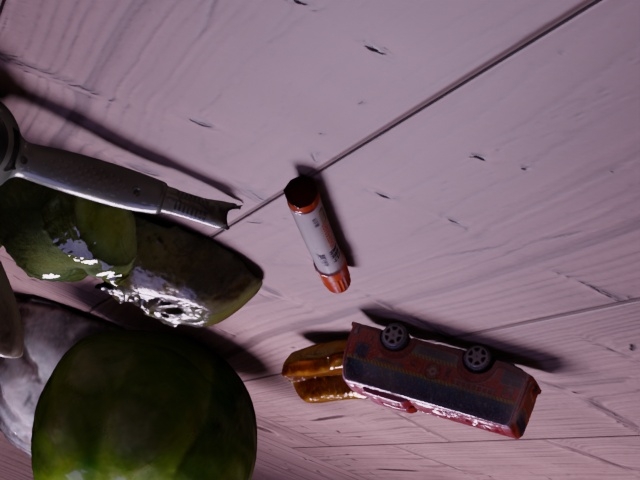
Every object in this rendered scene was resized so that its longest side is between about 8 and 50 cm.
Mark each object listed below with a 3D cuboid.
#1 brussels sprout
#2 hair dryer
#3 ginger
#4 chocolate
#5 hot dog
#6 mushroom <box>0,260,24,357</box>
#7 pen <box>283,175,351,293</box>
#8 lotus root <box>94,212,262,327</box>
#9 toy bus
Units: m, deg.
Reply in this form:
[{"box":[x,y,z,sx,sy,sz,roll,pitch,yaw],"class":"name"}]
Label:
[{"box":[-0.223,0.280,2.047,0.281,0.289,0.354,-11,118,7],"class":"brussels sprout"},{"box":[-0.232,-0.059,1.301,0.267,0.092,0.229,18,177,-33],"class":"hair dryer"},{"box":[-0.284,-0.016,1.464,0.290,0.089,0.137,11,159,33],"class":"ginger"},{"box":[-0.363,0.231,2.282,0.303,0.213,0.303,19,165,6],"class":"chocolate"},{"box":[0.018,0.141,1.695,0.072,0.055,0.188,55,151,-11],"class":"hot dog"},{"box":[-0.372,-0.009,1.372,0.128,0.128,0.350,11,138,37],"class":"mushroom"},{"box":[0.000,0.000,1.249,0.028,0.028,0.239,18,165,13],"class":"pen"},{"box":[-0.154,0.040,1.529,0.183,0.078,0.203,22,168,1],"class":"lotus root"},{"box":[0.112,0.133,1.487,0.192,0.077,0.065,13,161,24],"class":"toy bus"}]
